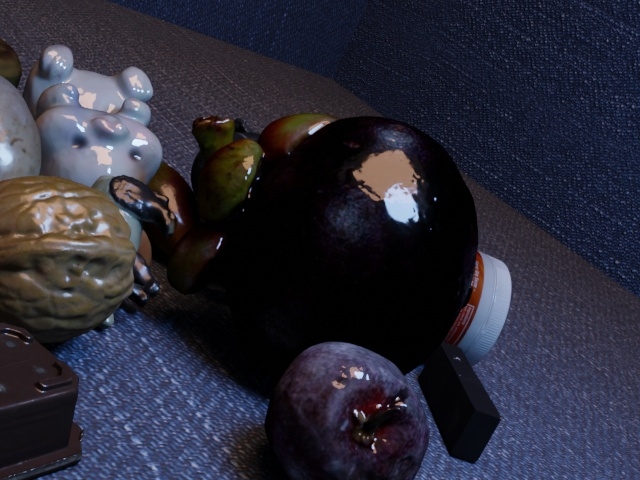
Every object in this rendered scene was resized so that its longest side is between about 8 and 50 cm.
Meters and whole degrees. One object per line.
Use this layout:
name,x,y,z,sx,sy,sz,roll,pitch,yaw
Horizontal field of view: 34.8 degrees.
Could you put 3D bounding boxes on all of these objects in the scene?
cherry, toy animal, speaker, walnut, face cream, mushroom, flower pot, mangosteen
cherry,0.028,0.209,1.171,0.195,0.195,0.195,24,17,-8
toy animal,-0.350,-0.101,1.516,0.196,0.241,0.368,8,37,-27
speaker,0.201,0.234,1.515,0.044,0.082,0.218,21,16,-15
walnut,-0.321,0.021,1.170,0.213,0.213,0.213,24,17,-8
face cream,0.188,0.093,1.707,0.187,0.201,0.201,21,17,-16
mushroom,-0.483,-0.102,1.341,0.243,0.244,0.243,24,17,-8
toy animal,-0.265,0.013,1.342,0.121,0.225,0.094,18,-25,-20
flower pot,-0.333,0.147,0.963,0.178,0.084,0.251,34,18,24
mangosteen,0.000,0.000,1.387,0.435,0.382,0.382,24,17,-13

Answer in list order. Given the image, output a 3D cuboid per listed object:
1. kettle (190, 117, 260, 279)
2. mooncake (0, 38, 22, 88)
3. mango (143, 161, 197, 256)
kettle,-0.090,-0.040,1.633,0.207,0.269,0.290,-10,-28,33
mooncake,-0.648,-0.294,1.711,0.284,0.156,0.284,23,18,-8
mango,-0.265,-0.067,1.651,0.133,0.111,0.267,41,3,-46
